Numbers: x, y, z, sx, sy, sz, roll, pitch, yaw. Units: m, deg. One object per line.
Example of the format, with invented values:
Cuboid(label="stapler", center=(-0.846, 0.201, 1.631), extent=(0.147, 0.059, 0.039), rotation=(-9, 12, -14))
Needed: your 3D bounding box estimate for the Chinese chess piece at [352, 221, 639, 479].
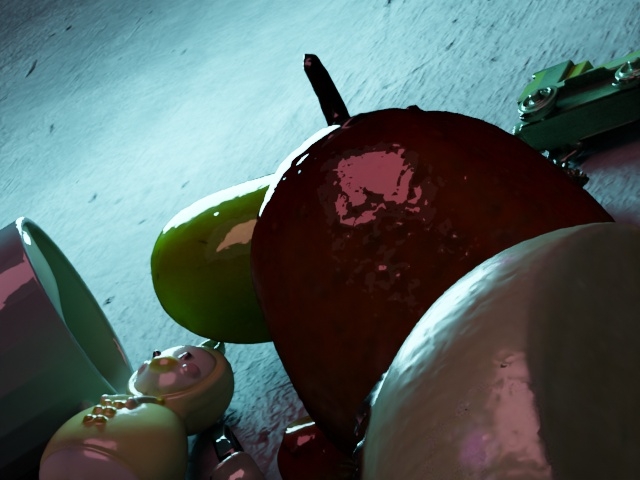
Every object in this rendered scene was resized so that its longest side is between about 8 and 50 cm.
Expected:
Cuboid(label="Chinese chess piece", center=(0.182, 0.160, 0.983), extent=(0.146, 0.349, 0.349), rotation=(-39, 16, 37))

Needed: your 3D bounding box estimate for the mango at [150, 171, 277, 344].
Cuboid(label="mango", center=(0.000, 0.000, 1.765), extent=(0.343, 0.156, 0.192), rotation=(-20, 22, 5))

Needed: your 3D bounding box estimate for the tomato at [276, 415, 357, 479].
Cuboid(label="tomato", center=(0.004, 0.181, 1.514), extent=(0.087, 0.075, 0.087), rotation=(-26, 21, 11))

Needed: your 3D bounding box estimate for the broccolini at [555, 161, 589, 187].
Cuboid(label="broccolini", center=(0.192, 0.004, 1.639), extent=(0.067, 0.058, 0.216), rotation=(-13, 31, 33))

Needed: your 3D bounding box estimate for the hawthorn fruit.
Cuboid(label="hawthorn fruit", center=(0.080, 0.009, 1.414), extent=(0.285, 0.369, 0.285), rotation=(-28, -11, -6))

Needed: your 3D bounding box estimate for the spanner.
Cuboid(label="spanner", center=(-0.048, 0.226, 1.464), extent=(0.040, 0.095, 0.325), rotation=(-34, 24, -2))

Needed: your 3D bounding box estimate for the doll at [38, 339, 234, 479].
Cuboid(label="doll", center=(-0.171, 0.177, 1.690), extent=(0.141, 0.117, 0.296), rotation=(-5, 35, 33))

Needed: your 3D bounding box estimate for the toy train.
Cuboid(label="toy train", center=(0.287, -0.147, 1.786), extent=(0.200, 0.083, 0.132), rotation=(-16, 25, 33))

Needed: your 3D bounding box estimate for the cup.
Cuboid(label="cup", center=(-0.364, 0.186, 1.829), extent=(0.327, 0.237, 0.323), rotation=(-32, 53, 2))
